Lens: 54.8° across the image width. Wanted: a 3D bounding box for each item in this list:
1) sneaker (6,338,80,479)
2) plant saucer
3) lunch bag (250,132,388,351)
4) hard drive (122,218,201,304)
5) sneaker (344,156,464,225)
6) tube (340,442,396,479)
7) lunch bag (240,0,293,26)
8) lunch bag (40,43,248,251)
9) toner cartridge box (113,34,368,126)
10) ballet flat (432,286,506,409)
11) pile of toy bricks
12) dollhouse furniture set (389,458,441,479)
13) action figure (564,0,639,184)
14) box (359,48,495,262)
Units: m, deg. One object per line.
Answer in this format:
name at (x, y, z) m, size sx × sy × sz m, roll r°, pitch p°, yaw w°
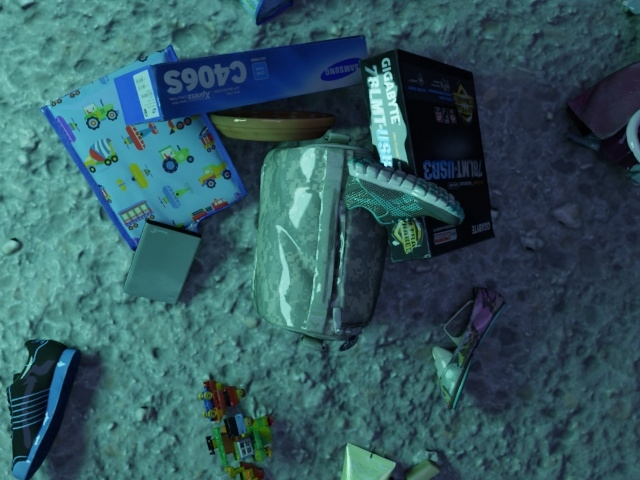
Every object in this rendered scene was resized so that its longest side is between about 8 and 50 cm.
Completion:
sneaker at (-0.484, 0.280, 1.036) m, size 0.090 × 0.081 × 0.232 m, roll 18°, pitch 83°, yaw -1°
plant saucer at (-0.075, -0.185, 0.992) m, size 0.200 × 0.200 × 0.037 m, roll 1°, pitch 106°, yaw -3°
lunch bag at (0.000, 0.000, 0.966) m, size 0.213 × 0.256 × 0.305 m, roll 6°, pitch 91°, yaw -3°
hard drive at (-0.266, 0.037, 1.036) m, size 0.094 × 0.022 × 0.135 m, roll 17°, pitch 110°, yaw -21°
sneaker at (0.106, -0.049, 0.815) m, size 0.166 × 0.065 × 0.076 m, roll 24°, pitch 114°, yaw 12°
tube at (0.056, 0.486, 1.077) m, size 0.070 × 0.062 × 0.240 m, roll 17°, pitch 88°, yaw -20°
lunch bag at (-0.104, -0.446, 1.005) m, size 0.096 × 0.151 × 0.129 m, roll -33°, pitch 92°, yaw -2°
lunch bag at (-0.272, -0.133, 1.024) m, size 0.221 × 0.138 × 0.293 m, roll -28°, pitch 101°, yaw -5°
toner cartridge box at (-0.110, -0.241, 0.926) m, size 0.348 × 0.165 × 0.075 m, roll -19°, pitch 108°, yaw -30°
ballet flat at (0.246, 0.182, 1.081) m, size 0.079 × 0.077 × 0.221 m, roll 26°, pitch 84°, yaw 15°
pile of toy bricks at (-0.126, 0.333, 1.051) m, size 0.105 × 0.118 × 0.212 m, roll -10°, pitch 81°, yaw -35°
dollhouse furniture set at (0.177, 0.453, 1.078) m, size 0.114 × 0.091 × 0.081 m, roll -34°, pitch 108°, yaw -5°
action figure at (0.577, -0.286, 0.999) m, size 0.248 × 0.276 × 0.370 m, roll 40°, pitch 103°, yaw 3°
box at (0.180, -0.129, 0.968) m, size 0.073 × 0.295 × 0.293 m, roll -10°, pitch 90°, yaw 34°
